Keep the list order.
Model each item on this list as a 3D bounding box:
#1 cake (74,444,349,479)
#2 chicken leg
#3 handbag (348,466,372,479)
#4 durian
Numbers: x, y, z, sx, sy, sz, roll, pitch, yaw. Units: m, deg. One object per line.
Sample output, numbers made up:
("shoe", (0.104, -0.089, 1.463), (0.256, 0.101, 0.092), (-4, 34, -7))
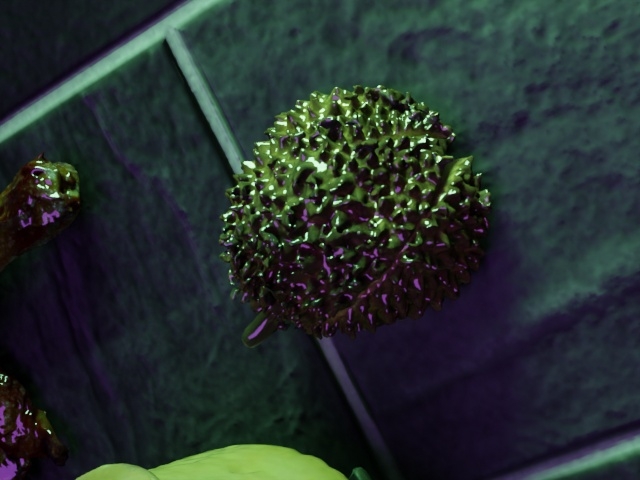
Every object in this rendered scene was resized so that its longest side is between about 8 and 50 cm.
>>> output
("cake", (-0.119, 0.283, 0.758), (0.332, 0.321, 0.332), (4, 96, 42))
("chicken leg", (-0.248, 0.076, 0.992), (0.177, 0.083, 0.322), (15, 114, 16))
("handbag", (0.024, 0.276, 0.875), (0.315, 0.109, 0.241), (39, 120, 19))
("durian", (0.000, 0.000, 0.808), (0.148, 0.091, 0.188), (46, 124, 11))
